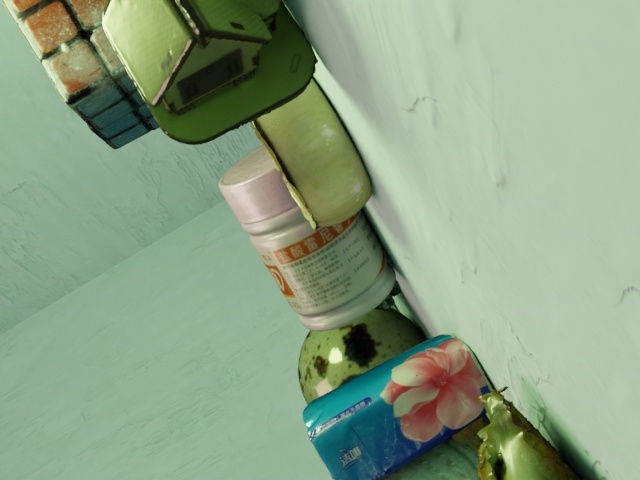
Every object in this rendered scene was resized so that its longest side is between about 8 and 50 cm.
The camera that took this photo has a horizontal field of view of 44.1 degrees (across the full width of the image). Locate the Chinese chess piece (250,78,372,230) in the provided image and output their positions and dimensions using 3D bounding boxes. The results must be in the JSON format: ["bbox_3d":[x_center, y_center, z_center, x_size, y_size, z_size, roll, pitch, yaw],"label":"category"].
[{"bbox_3d":[-0.026,-0.140,1.147,0.257,0.104,0.257,59,178,4],"label":"Chinese chess piece"}]

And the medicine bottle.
[{"bbox_3d":[-0.020,-0.017,1.408,0.316,0.202,0.202,59,178,-19],"label":"medicine bottle"}]

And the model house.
[{"bbox_3d":[-0.123,-0.259,0.799,0.218,0.205,0.278,58,170,10],"label":"model house"}]

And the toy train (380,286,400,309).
[{"bbox_3d":[0.087,0.046,1.611,0.200,0.083,0.132,59,-171,-6],"label":"toy train"}]

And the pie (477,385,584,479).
[{"bbox_3d":[0.273,0.330,0.868,0.355,0.103,0.288,56,-177,20],"label":"pie"}]

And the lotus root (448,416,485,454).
[{"bbox_3d":[0.252,0.485,1.454,0.375,0.111,0.390,-159,68,-83],"label":"lotus root"}]

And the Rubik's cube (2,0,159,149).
[{"bbox_3d":[-0.338,-0.412,1.408,0.344,0.344,0.337,60,178,6],"label":"Rubik's cube"}]

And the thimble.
[{"bbox_3d":[0.179,0.414,1.187,0.205,0.172,0.250,54,160,6],"label":"thimble"}]

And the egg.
[{"bbox_3d":[0.095,0.274,1.700,0.287,0.287,0.379,59,179,0],"label":"egg"}]

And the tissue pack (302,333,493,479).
[{"bbox_3d":[0.112,0.253,1.206,0.137,0.269,0.209,59,179,3],"label":"tissue pack"}]

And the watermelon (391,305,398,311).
[{"bbox_3d":[0.117,0.137,1.952,0.180,0.081,0.094,24,152,4],"label":"watermelon"}]
